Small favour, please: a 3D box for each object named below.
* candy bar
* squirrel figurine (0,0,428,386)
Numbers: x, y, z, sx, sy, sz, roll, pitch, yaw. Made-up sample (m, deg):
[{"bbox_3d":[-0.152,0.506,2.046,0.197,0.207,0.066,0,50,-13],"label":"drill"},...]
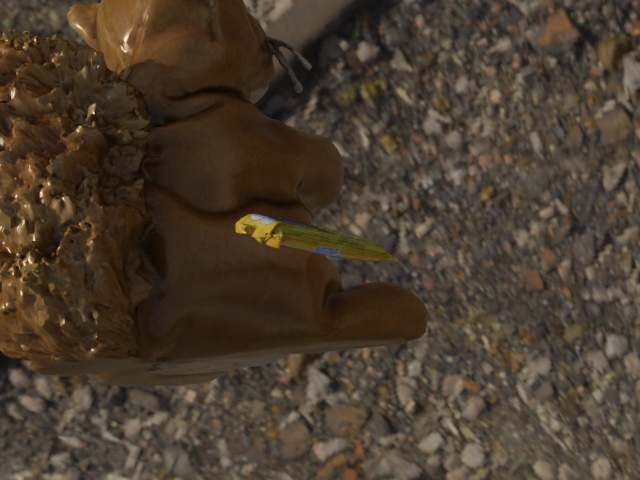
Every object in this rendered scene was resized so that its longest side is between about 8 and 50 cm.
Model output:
[{"bbox_3d":[0.000,0.000,0.865,0.040,0.161,0.018,20,95,32],"label":"candy bar"},{"bbox_3d":[-0.146,-0.076,1.051,0.281,0.397,0.370,-17,75,44],"label":"squirrel figurine"}]
